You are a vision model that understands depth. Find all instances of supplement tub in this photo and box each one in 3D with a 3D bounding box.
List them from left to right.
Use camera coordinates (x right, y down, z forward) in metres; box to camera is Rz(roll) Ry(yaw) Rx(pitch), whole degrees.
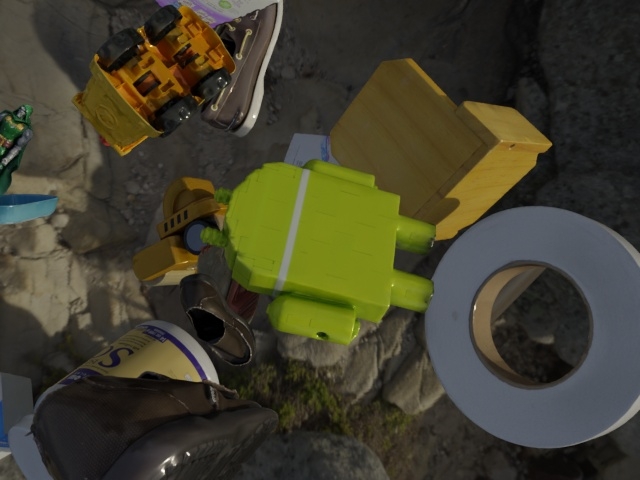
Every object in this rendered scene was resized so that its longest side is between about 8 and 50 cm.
[{"bbox_3d":[-0.380,0.330,1.193,0.241,0.331,0.241,17,124,27],"label":"supplement tub"}]

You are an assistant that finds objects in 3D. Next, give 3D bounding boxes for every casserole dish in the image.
[{"bbox_3d":[-0.551,-0.057,1.119,0.114,0.188,0.037,3,100,8],"label":"casserole dish"}]

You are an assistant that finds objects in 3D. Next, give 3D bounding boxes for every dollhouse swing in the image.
[{"bbox_3d":[0.256,-0.215,1.456,0.347,0.315,0.305,-50,60,37],"label":"dollhouse swing"}]

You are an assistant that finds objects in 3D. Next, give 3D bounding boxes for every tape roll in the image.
[{"bbox_3d":[0.350,0.137,1.032,0.072,0.392,0.392,9,102,-47],"label":"tape roll"}]

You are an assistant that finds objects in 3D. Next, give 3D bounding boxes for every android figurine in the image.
[{"bbox_3d":[0.000,0.000,0.740,0.273,0.248,0.056,13,143,-6],"label":"android figurine"}]

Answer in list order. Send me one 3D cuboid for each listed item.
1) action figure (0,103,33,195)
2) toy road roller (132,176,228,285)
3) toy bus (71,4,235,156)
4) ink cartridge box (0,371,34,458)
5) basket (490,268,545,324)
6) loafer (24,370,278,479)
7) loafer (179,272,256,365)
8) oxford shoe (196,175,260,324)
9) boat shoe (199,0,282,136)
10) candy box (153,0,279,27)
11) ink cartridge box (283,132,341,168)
[{"bbox_3d":[-0.648,-0.176,1.250,0.137,0.063,0.232,34,88,-6],"label":"action figure"},{"bbox_3d":[-0.376,-0.032,1.766,0.330,0.202,0.240,-28,76,23],"label":"toy road roller"},{"bbox_3d":[-0.269,-0.233,0.979,0.149,0.211,0.220,49,49,-14],"label":"toy bus"},{"bbox_3d":[-0.684,0.376,1.253,0.231,0.078,0.134,-31,58,15],"label":"ink cartridge box"},{"bbox_3d":[0.375,0.066,1.344,0.154,0.204,0.227,44,105,-1],"label":"basket"},{"bbox_3d":[-0.135,0.172,0.581,0.130,0.366,0.134,37,77,14],"label":"loafer"},{"bbox_3d":[-0.181,0.154,1.074,0.080,0.078,0.220,-17,130,16],"label":"loafer"},{"bbox_3d":[-0.176,0.026,1.187,0.130,0.123,0.348,23,116,15],"label":"oxford shoe"},{"bbox_3d":[-0.156,-0.368,1.215,0.097,0.117,0.324,16,83,-34],"label":"boat shoe"},{"bbox_3d":[-0.192,-0.450,1.074,0.196,0.165,0.070,-6,72,33],"label":"candy box"},{"bbox_3d":[0.070,-0.182,1.644,0.278,0.201,0.117,11,78,35],"label":"ink cartridge box"}]
